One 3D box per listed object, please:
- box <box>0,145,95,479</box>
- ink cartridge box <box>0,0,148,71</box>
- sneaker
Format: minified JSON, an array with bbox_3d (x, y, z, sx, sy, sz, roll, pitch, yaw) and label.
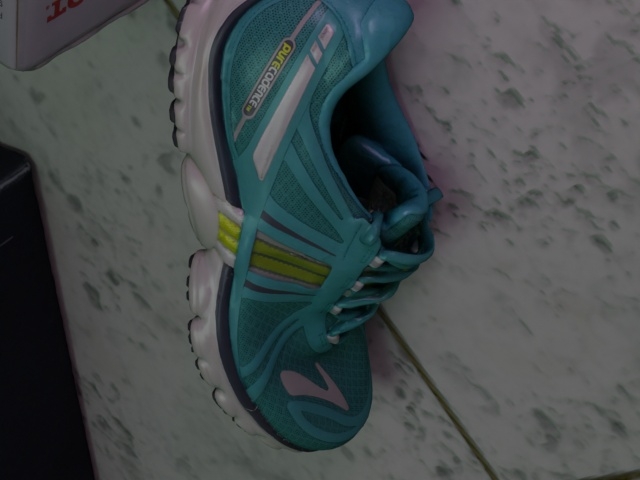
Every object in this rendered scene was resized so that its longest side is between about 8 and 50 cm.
[{"bbox_3d":[-0.334,0.143,0.893,0.212,0.293,0.396,23,135,26],"label":"box"},{"bbox_3d":[-0.088,-0.189,0.498,0.087,0.153,0.208,34,139,17],"label":"ink cartridge box"},{"bbox_3d":[0.000,0.000,0.624,0.110,0.107,0.275,12,131,22],"label":"sneaker"}]
